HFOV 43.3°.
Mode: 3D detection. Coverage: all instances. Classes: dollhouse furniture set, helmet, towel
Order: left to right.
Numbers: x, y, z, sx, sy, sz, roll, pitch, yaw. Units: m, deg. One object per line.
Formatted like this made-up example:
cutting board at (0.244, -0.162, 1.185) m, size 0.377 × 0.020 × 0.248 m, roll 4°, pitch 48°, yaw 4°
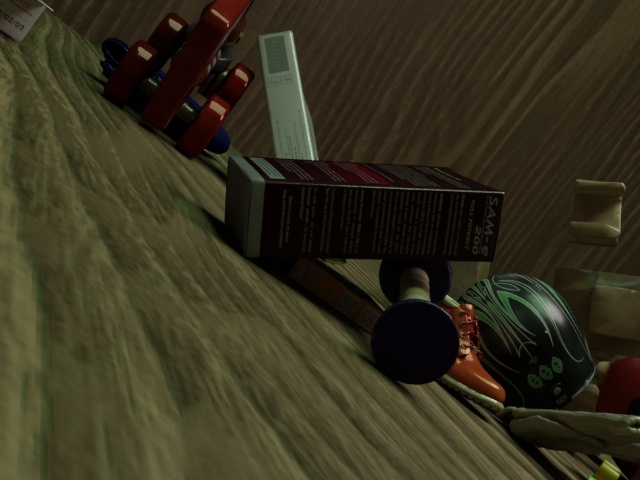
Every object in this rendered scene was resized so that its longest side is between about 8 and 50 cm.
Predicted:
towel at (-0.277, -0.243, 1.463) m, size 0.227 × 0.076 × 0.308 m, roll 44°, pitch 3°, yaw 1°
helmet at (0.234, 0.120, 0.976) m, size 0.162 × 0.169 × 0.169 m, roll 54°, pitch 4°, yaw 1°
dollhouse furniture set at (0.377, 0.102, 1.241) m, size 0.394 × 0.362 × 0.256 m, roll 7°, pitch -3°, yaw 15°

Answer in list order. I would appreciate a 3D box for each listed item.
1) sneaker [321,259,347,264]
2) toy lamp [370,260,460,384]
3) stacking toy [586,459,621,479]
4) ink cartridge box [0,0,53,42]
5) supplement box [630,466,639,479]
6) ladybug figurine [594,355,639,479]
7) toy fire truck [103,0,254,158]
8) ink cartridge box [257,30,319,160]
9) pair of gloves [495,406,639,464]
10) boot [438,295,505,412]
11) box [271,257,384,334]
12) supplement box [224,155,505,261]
sneaker at (0.000, 0.000, 1.141) m, size 0.209 × 0.069 × 0.082 m, roll 172°, pitch -102°, yaw -83°
toy lamp at (0.091, 0.053, 0.763) m, size 0.080 × 0.080 × 0.275 m, roll 37°, pitch 13°, yaw -4°
stacking toy at (0.258, 0.240, 0.587) m, size 0.167 × 0.052 × 0.221 m, roll 37°, pitch 5°, yaw 24°
ink cartridge box at (-0.411, -0.311, 0.996) m, size 0.104 × 0.062 × 0.181 m, roll 33°, pitch 5°, yaw -44°
supplement box at (0.539, 0.395, 1.115) m, size 0.233 × 0.080 × 0.078 m, roll 38°, pitch 2°, yaw -6°
ladybug figurine at (0.616, 0.345, 1.260) m, size 0.449 × 0.305 × 0.162 m, roll 33°, pitch 45°, yaw 23°
toy fire truck at (-0.167, -0.291, 1.206) m, size 0.169 × 0.254 × 0.302 m, roll 37°, pitch 36°, yaw -12°
ink cartridge box at (-0.040, -0.151, 1.349) m, size 0.261 × 0.066 × 0.296 m, roll 77°, pitch 3°, yaw -61°
pair of gloves at (0.320, 0.218, 0.845) m, size 0.240 × 0.042 × 0.204 m, roll 22°, pitch -17°, yaw -28°
boot at (0.147, 0.112, 0.852) m, size 0.158 × 0.085 × 0.059 m, roll 42°, pitch 4°, yaw 39°
box at (0.004, 0.041, 0.812) m, size 0.136 × 0.028 × 0.081 m, roll 38°, pitch 4°, yaw -22°
supplement box at (0.036, -0.031, 0.771) m, size 0.239 × 0.073 × 0.130 m, roll 1°, pitch 15°, yaw -15°
